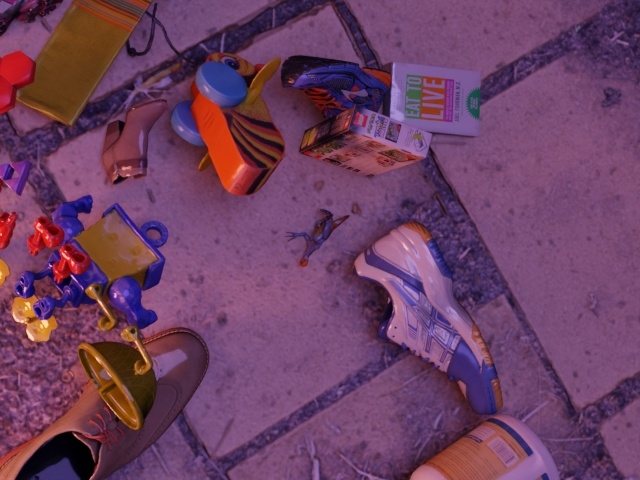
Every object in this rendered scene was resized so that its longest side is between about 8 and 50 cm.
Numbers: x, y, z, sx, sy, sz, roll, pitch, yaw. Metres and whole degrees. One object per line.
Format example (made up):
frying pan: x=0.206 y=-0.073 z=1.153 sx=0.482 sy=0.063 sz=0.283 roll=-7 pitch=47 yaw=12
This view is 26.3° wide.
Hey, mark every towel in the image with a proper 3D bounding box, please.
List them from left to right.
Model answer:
towel: x=-0.305 y=-0.266 z=1.799 sx=0.102 sy=0.021 sz=0.237 roll=25 pitch=76 yaw=20

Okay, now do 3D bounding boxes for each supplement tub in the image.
supplement tub: x=0.213 y=0.346 z=1.889 sx=0.199 sy=0.144 sz=0.144 roll=-31 pitch=96 yaw=-19

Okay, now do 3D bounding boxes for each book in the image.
book: x=0.161 y=-0.202 z=1.981 sx=0.144 sy=0.035 sz=0.096 roll=3 pitch=86 yaw=-22

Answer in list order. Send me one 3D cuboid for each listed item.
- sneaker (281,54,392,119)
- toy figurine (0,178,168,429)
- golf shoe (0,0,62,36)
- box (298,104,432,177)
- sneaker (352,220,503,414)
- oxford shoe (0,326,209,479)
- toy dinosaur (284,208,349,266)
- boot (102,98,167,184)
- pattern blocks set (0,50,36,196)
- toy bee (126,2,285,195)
sneaker: x=0.024 y=-0.200 z=1.865 sx=0.221 sy=0.083 sz=0.087 roll=4 pitch=96 yaw=-53
toy figurine: x=-0.255 y=0.032 z=1.720 sx=0.217 sy=0.191 sz=0.362 roll=-29 pitch=67 yaw=-39
golf shoe: x=-0.425 y=-0.307 z=1.768 sx=0.186 sy=0.067 sz=0.086 roll=-33 pitch=88 yaw=-28
box: x=0.057 y=-0.130 z=1.842 sx=0.114 sy=0.207 sz=0.036 roll=19 pitch=79 yaw=-17
sneaker: x=0.149 y=0.125 z=1.923 sx=0.131 sy=0.112 sz=0.296 roll=-28 pitch=93 yaw=-2
oxford shoe: x=-0.267 y=0.242 z=1.738 sx=0.348 sy=0.130 sz=0.123 roll=-43 pitch=100 yaw=-17
toy dinosaur: x=0.000 y=0.000 z=1.902 sx=0.090 sy=0.047 sz=0.082 roll=11 pitch=100 yaw=-28
boot: x=-0.240 y=-0.126 z=1.797 sx=0.042 sy=0.118 sz=0.087 roll=10 pitch=64 yaw=-49
pattern blocks set: x=-0.502 y=-0.100 z=1.632 sx=0.325 sy=0.026 sz=0.285 roll=0 pitch=77 yaw=5
toy bee: x=-0.114 y=-0.196 z=1.816 sx=0.162 sy=0.195 sz=0.298 roll=-8 pitch=76 yaw=-44
